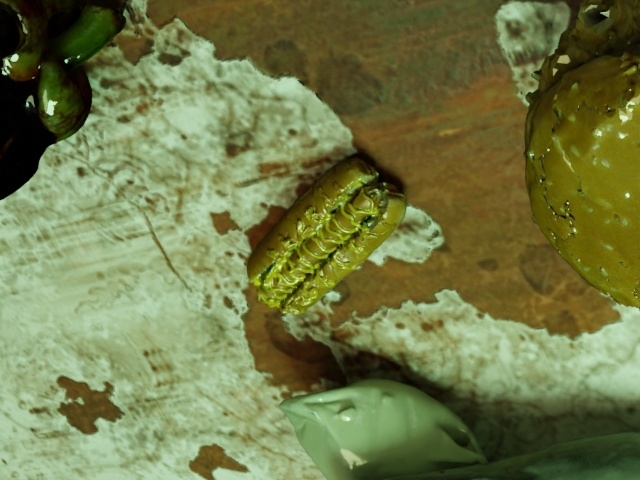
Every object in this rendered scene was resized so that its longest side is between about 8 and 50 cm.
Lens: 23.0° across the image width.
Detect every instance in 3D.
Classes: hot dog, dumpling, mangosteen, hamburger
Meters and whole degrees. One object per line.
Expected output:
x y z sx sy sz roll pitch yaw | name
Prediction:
0.000 0.000 1.231 0.071 0.045 0.165 40 129 -7 | hot dog
0.047 0.171 1.308 0.169 0.100 0.134 0 161 -10 | dumpling
-0.256 -0.121 1.194 0.230 0.194 0.194 -10 121 1 | mangosteen
0.243 -0.067 0.971 0.245 0.211 0.260 -9 123 36 | hamburger

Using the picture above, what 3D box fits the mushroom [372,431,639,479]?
0.207 0.232 1.196 0.397 0.177 0.126 -15 139 -1 | mushroom
